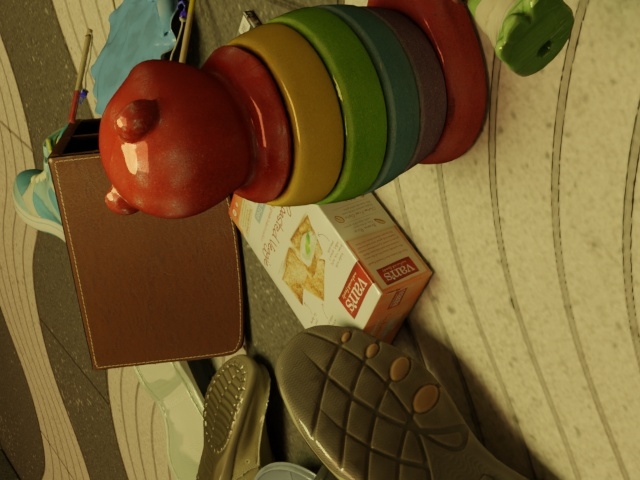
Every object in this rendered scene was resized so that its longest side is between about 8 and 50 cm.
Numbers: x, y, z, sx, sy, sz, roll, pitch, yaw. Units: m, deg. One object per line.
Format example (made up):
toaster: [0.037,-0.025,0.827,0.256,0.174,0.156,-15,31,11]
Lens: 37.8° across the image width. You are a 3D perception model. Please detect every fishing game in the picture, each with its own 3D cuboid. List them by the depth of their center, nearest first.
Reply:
fishing game: [-0.224,-0.233,1.144,0.264,0.041,0.189,-11,68,47]

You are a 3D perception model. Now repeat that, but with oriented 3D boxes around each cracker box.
cracker box: [0.000,0.000,0.946,0.232,0.067,0.155,54,146,25]

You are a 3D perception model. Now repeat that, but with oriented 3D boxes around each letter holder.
letter holder: [-0.211,-0.004,1.237,0.152,0.214,0.301,-98,2,-66]

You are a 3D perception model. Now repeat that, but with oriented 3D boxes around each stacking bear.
stacking bear: [-0.031,-0.099,0.713,0.164,0.289,0.175,58,148,21]

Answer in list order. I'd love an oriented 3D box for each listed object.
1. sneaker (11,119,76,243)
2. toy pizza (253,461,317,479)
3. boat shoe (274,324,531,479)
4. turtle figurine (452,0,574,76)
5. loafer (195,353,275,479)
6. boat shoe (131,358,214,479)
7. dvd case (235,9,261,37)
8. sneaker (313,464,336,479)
sneaker: [-0.405,-0.110,1.491,0.319,0.127,0.208,24,130,39]
toy pizza: [-0.009,0.369,1.194,0.201,0.032,0.201,20,123,35]
boat shoe: [0.089,0.224,0.836,0.355,0.132,0.130,42,149,22]
turtle figurine: [0.071,-0.247,0.556,0.266,0.198,0.274,48,148,26]
loafer: [-0.107,0.274,1.264,0.102,0.092,0.268,43,124,53]
boat shoe: [-0.182,0.253,1.379,0.114,0.091,0.302,-19,89,27]
dvd case: [-0.060,-0.172,0.995,0.119,0.013,0.087,56,147,20]
sneaker: [0.067,0.386,1.041,0.146,0.122,0.330,5,113,32]
